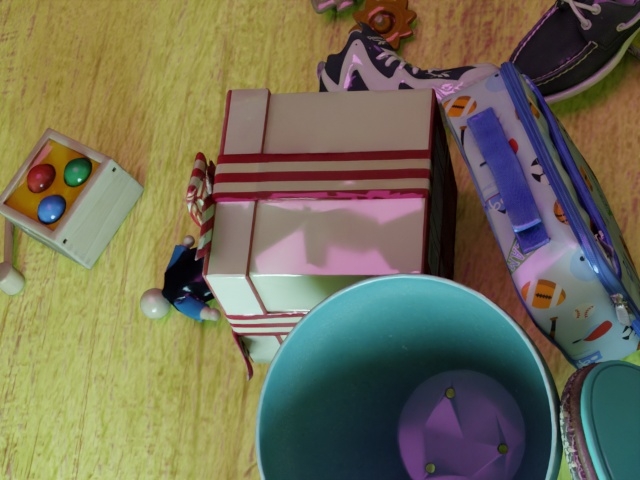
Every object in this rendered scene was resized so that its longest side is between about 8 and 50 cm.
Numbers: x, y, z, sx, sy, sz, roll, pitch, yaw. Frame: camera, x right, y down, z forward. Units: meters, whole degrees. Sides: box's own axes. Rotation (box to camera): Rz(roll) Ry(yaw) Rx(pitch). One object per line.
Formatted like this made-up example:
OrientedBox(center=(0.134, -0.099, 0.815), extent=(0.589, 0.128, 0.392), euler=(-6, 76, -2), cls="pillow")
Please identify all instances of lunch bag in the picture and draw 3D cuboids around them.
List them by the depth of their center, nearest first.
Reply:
OrientedBox(center=(0.231, -0.020, 1.510), extent=(0.115, 0.243, 0.303), euler=(-28, 54, 12), cls="lunch bag")

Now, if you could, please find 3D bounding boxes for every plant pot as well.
OrientedBox(center=(0.109, 0.188, 1.459), extent=(0.290, 0.195, 0.290), euler=(-4, 80, 22), cls="plant pot")

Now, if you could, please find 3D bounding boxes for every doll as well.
OrientedBox(center=(-0.133, 0.043, 1.788), extent=(0.189, 0.046, 0.129), euler=(-26, 54, 13), cls="doll")

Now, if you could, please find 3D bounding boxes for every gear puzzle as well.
OrientedBox(center=(0.054, -0.368, 1.921), extent=(0.175, 0.044, 0.339), euler=(-26, 58, 11), cls="gear puzzle")

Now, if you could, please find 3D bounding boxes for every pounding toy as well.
OrientedBox(center=(-0.362, -0.033, 1.918), extent=(0.181, 0.094, 0.206), euler=(26, 77, 35), cls="pounding toy")

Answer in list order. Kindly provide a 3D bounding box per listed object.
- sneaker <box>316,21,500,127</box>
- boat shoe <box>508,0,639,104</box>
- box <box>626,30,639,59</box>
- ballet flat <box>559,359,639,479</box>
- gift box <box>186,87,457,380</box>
OrientedBox(center=(0.092, -0.200, 1.758), extent=(0.235, 0.094, 0.153), euler=(-22, 71, 30), cls="sneaker")
OrientedBox(center=(0.316, -0.268, 1.643), extent=(0.302, 0.091, 0.114), euler=(-42, 54, 7), cls="boat shoe")
OrientedBox(center=(0.374, -0.255, 1.689), extent=(0.105, 0.043, 0.179), euler=(-47, 55, -1), cls="box")
OrientedBox(center=(0.352, 0.326, 1.292), extent=(0.164, 0.182, 0.483), euler=(-24, 60, -32), cls="ballet flat")
OrientedBox(center=(0.000, 0.000, 1.590), extent=(0.258, 0.255, 0.276), euler=(0, 58, 13), cls="gift box")
